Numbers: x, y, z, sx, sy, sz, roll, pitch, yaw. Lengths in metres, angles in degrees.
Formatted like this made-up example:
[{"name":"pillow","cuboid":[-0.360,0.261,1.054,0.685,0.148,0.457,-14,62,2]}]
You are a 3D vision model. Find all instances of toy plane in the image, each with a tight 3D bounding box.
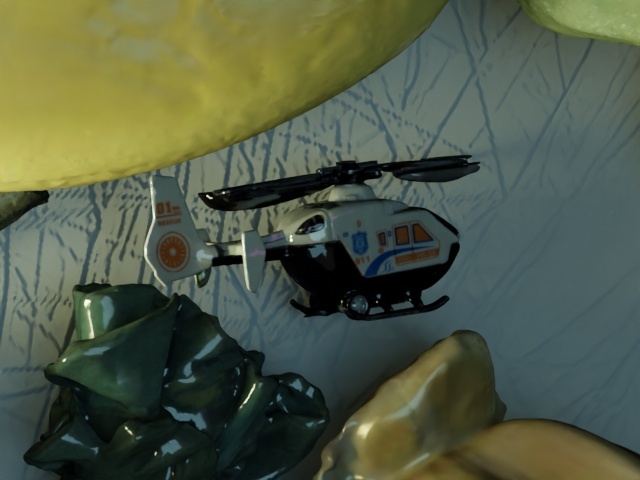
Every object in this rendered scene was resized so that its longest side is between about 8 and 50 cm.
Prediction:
[{"name":"toy plane","cuboid":[0.000,0.001,0.906,0.197,0.053,0.078,-5,95,-34]}]

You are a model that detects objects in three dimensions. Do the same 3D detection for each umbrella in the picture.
[{"name":"umbrella","cuboid":[-0.114,0.193,0.868,0.143,0.094,0.349,25,86,-15]}]

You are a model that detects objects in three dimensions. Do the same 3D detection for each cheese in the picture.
[{"name":"cheese","cuboid":[-0.076,-0.150,0.819,0.316,0.128,0.259,-6,117,-15]}]

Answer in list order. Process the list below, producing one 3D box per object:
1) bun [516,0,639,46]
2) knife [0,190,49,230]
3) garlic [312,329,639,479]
[{"name":"bun","cuboid":[0.166,-0.196,0.892,0.212,0.126,0.204,0,77,15]},{"name":"knife","cuboid":[-0.231,0.013,0.852,0.222,0.021,0.045,-26,100,-13]},{"name":"garlic","cuboid":[0.090,0.197,0.840,0.279,0.325,0.132,-28,140,-15]}]
